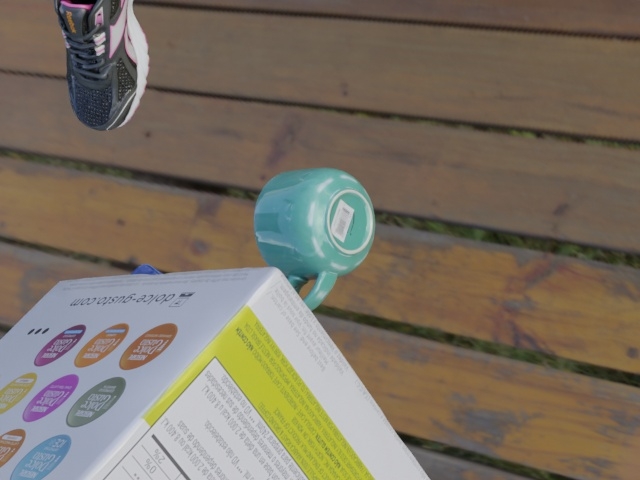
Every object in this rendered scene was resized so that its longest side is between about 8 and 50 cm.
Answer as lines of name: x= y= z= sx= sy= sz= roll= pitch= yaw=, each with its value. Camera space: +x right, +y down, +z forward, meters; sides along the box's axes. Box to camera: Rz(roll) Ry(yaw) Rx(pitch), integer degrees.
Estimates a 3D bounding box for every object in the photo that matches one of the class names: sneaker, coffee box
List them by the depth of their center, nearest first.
sneaker: x=-0.180 y=-0.170 z=1.017 sx=0.072 sy=0.077 sz=0.178 roll=9 pitch=111 yaw=17
coffee box: x=-0.138 y=0.257 z=1.041 sx=0.337 sy=0.338 sz=0.334 roll=-6 pitch=35 yaw=51

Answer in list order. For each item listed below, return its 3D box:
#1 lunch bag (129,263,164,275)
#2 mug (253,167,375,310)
lunch bag: x=-0.177 y=0.077 z=1.288 sx=0.067 sy=0.065 sz=0.098 roll=33 pitch=75 yaw=31
mug: x=0.005 y=-0.007 z=1.525 sx=0.097 sy=0.129 sz=0.158 roll=-4 pitch=107 yaw=46
